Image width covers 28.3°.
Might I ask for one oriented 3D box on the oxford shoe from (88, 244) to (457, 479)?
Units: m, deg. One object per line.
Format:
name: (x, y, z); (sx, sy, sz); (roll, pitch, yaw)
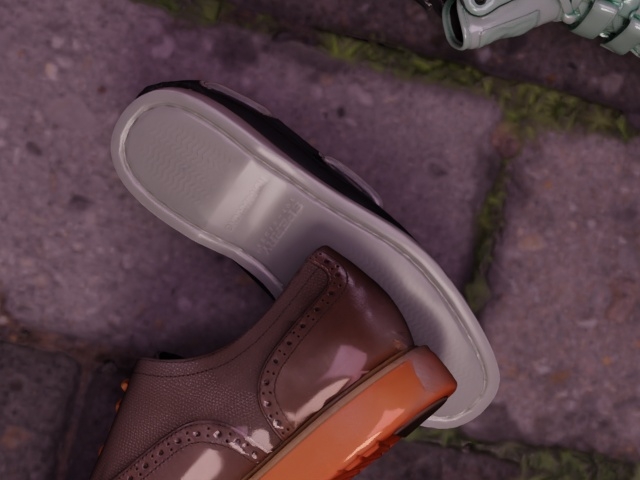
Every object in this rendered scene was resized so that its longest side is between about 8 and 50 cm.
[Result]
oxford shoe: (-0.092, 0.147, 0.803); (0.364, 0.130, 0.132); (-37, 77, 9)

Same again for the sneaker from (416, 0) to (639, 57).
sneaker: (0.170, -0.148, 0.864); (0.151, 0.094, 0.256); (-43, 85, -12)

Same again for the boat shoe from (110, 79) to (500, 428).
boat shoe: (0.000, 0.000, 0.840); (0.114, 0.091, 0.302); (-42, 98, 18)
